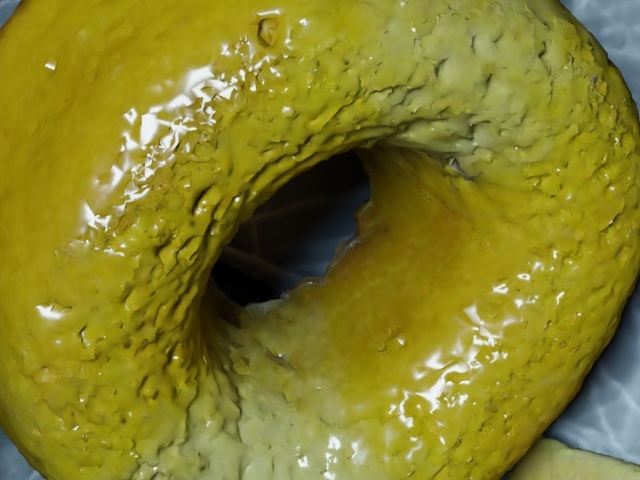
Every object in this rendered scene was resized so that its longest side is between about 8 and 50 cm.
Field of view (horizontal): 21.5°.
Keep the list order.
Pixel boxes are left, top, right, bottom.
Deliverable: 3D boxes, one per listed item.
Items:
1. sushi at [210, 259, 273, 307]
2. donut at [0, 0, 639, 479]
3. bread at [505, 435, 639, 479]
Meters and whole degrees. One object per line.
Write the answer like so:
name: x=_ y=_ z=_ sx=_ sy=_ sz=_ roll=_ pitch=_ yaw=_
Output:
sushi: x=-0.079 y=0.042 z=0.728 sx=0.084 sy=0.094 sz=0.098 roll=32 pitch=91 yaw=21
donut: x=-0.001 y=0.002 z=0.614 sx=0.277 sy=0.277 sz=0.108 roll=-53 pitch=32 yaw=8
bread: x=0.185 y=0.186 z=0.624 sx=0.264 sy=0.163 sz=0.167 roll=23 pitch=94 yaw=55
